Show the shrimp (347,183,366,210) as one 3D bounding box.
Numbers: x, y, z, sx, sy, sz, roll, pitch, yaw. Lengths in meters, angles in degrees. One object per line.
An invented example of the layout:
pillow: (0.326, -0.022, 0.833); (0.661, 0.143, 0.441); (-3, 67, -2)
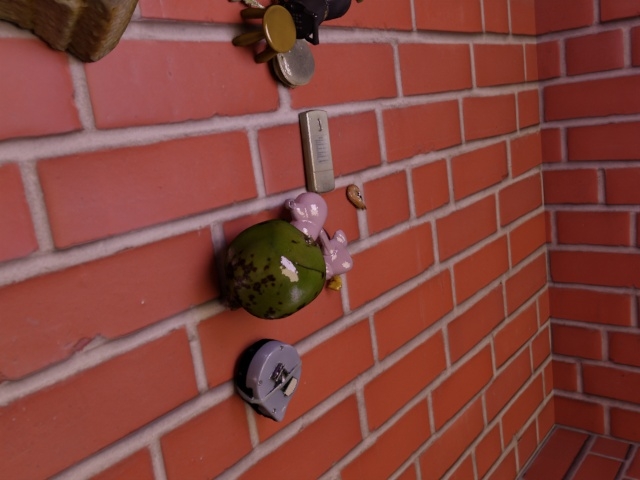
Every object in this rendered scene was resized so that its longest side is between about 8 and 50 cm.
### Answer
shrimp: (0.116, -0.135, 1.815); (0.108, 0.023, 0.059); (39, 55, -44)

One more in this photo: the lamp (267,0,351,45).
lamp: (-0.036, -0.598, 1.501); (0.147, 0.172, 0.227); (90, 26, -45)

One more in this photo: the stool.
stool: (-0.134, -0.507, 1.427); (0.135, 0.110, 0.134); (-38, 119, -41)

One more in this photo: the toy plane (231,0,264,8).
toy plane: (-0.178, -0.606, 1.424); (0.102, 0.040, 0.111); (55, 49, -12)

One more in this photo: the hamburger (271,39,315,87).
hamburger: (-0.075, -0.469, 1.538); (0.140, 0.062, 0.133); (-10, 97, -48)

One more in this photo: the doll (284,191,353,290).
doll: (0.001, 0.000, 1.604); (0.365, 0.094, 0.160); (51, 57, -43)

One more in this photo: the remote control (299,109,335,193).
remote control: (-0.008, -0.250, 1.648); (0.098, 0.038, 0.233); (-17, 104, -49)

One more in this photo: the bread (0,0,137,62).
bread: (-0.431, -0.483, 0.967); (0.395, 0.264, 0.239); (24, 70, -47)

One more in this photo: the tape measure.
tape measure: (-0.127, 0.345, 1.493); (0.181, 0.107, 0.182); (52, 57, -46)

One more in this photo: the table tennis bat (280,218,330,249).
table tennis bat: (-0.039, 0.003, 1.642); (0.234, 0.022, 0.131); (37, 65, -46)

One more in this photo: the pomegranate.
pomegranate: (-0.121, 0.078, 1.392); (0.271, 0.254, 0.254); (-34, 128, 6)

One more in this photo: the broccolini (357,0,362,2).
broccolini: (0.056, -0.751, 1.696); (0.054, 0.051, 0.239); (-48, 152, 22)
